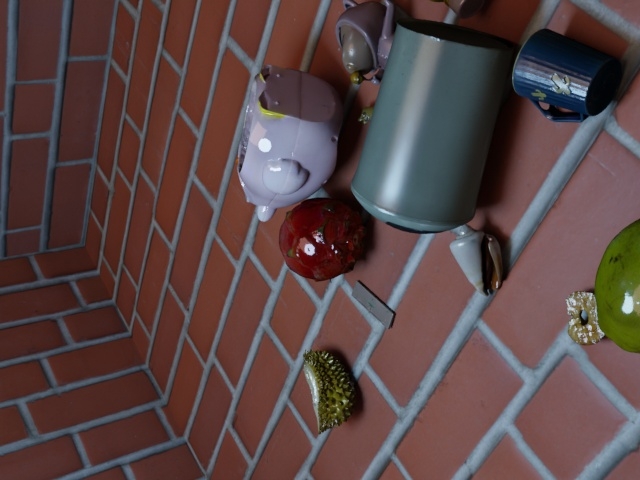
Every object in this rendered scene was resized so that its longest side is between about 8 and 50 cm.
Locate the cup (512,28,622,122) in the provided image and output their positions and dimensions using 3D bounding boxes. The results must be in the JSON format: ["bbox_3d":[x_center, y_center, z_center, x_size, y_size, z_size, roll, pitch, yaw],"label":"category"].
[{"bbox_3d":[0.460,-0.290,1.397,0.155,0.131,0.176,34,155,41],"label":"cup"}]

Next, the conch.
[{"bbox_3d":[0.348,0.043,1.660,0.104,0.094,0.176,-16,90,13],"label":"conch"}]

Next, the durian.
[{"bbox_3d":[0.028,0.419,2.187,0.138,0.183,0.249,-28,69,17],"label":"durian"}]

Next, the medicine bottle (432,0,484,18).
[{"bbox_3d":[0.260,-0.559,1.587,0.212,0.122,0.122,58,140,27],"label":"medicine bottle"}]

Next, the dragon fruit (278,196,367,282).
[{"bbox_3d":[0.005,-0.005,2.017,0.252,0.241,0.241,45,133,44],"label":"dragon fruit"}]

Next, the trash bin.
[{"bbox_3d":[0.231,-0.227,1.597,0.280,0.280,0.432,37,124,44],"label":"trash bin"}]

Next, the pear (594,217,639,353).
[{"bbox_3d":[0.571,0.067,1.255,0.212,0.212,0.269,44,123,39],"label":"pear"}]

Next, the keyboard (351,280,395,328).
[{"bbox_3d":[0.143,0.175,2.050,0.166,0.017,0.055,42,126,41],"label":"keyboard"}]

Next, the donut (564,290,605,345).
[{"bbox_3d":[0.529,0.151,1.475,0.097,0.043,0.108,11,107,53],"label":"donut"}]

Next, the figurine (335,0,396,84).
[{"bbox_3d":[0.140,-0.447,1.755,0.287,0.186,0.176,41,158,20],"label":"figurine"}]

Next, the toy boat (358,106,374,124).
[{"bbox_3d":[0.146,-0.312,1.881,0.149,0.047,0.049,9,107,53],"label":"toy boat"}]

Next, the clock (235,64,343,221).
[{"bbox_3d":[-0.086,-0.254,2.015,0.376,0.251,0.368,115,160,-50],"label":"clock"}]
